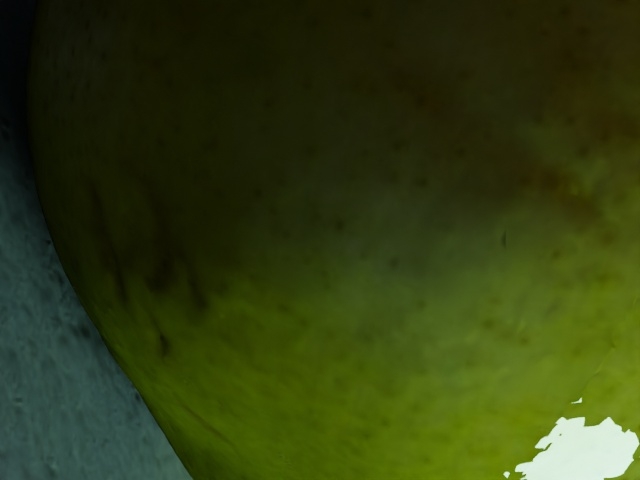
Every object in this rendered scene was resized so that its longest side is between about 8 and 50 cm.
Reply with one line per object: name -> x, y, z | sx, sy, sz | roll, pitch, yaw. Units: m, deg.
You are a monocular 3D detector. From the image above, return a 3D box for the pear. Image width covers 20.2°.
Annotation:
pear -> 0.055, -0.053, 0.762 | 0.362, 0.362, 0.418 | -70, 172, -63
